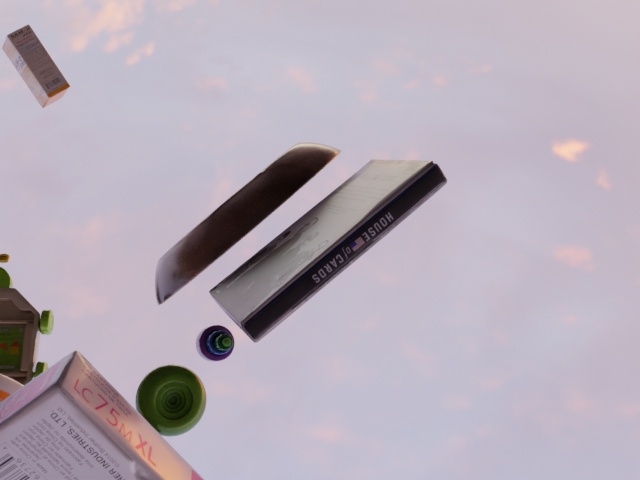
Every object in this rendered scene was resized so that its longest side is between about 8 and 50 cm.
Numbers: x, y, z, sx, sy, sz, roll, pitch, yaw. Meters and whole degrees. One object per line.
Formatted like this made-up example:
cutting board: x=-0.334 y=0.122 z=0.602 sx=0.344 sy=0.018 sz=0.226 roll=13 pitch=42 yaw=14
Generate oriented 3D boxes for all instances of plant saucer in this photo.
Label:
plant saucer: x=-0.105 y=-0.033 z=1.159 sx=0.050 sy=0.310 sz=0.310 roll=50 pitch=-141 yaw=-4

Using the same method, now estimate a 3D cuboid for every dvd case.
dvd case: x=0.000 y=0.000 z=0.901 sx=0.238 sy=0.029 sz=0.179 roll=-39 pitch=-165 yaw=-9

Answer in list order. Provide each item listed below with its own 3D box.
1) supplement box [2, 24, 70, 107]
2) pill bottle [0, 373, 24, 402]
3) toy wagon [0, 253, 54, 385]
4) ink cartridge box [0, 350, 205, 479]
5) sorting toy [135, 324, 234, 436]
supplement box: x=-0.388 y=-0.236 z=1.211 sx=0.036 sy=0.098 sz=0.062 roll=-37 pitch=-170 yaw=-24
pill bottle: x=-0.587 y=0.399 z=1.340 sx=0.224 sy=0.224 sz=0.392 roll=11 pitch=-121 yaw=8
toy wagon: x=-0.715 y=0.194 z=1.918 sx=0.267 sy=0.068 sz=0.344 roll=2 pitch=-114 yaw=-6
ink cartridge box: x=-0.247 y=0.239 z=0.689 sx=0.311 sy=0.186 sz=0.065 roll=-35 pitch=-161 yaw=10
sorting toy: x=-0.260 y=0.294 z=1.520 sx=0.127 sy=0.126 sz=0.365 roll=41 pitch=-110 yaw=-10
